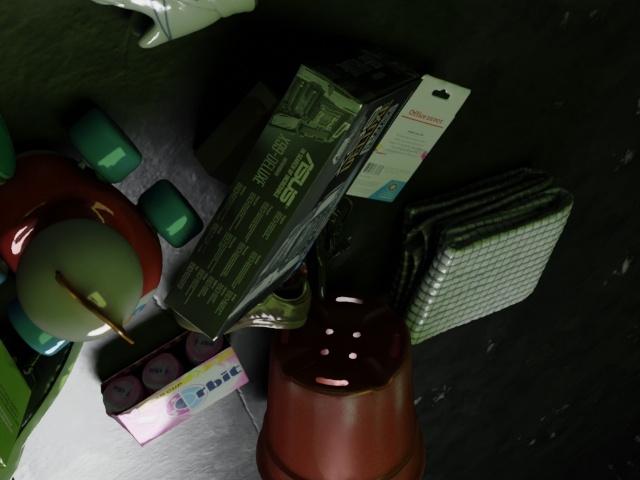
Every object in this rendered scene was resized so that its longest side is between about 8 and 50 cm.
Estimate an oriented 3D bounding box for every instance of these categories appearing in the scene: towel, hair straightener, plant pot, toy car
[{"bbox_3d":[0.235,0.021,1.427,0.284,0.121,0.235,-19,144,-29],"label":"towel"},{"bbox_3d":[0.000,0.000,1.254,0.089,0.047,0.230,-21,139,-24],"label":"hair straightener"},{"bbox_3d":[0.029,0.237,1.383,0.272,0.272,0.265,-23,136,-22],"label":"plant pot"},{"bbox_3d":[-0.220,0.036,0.876,0.219,0.238,0.210,-39,129,0],"label":"toy car"}]

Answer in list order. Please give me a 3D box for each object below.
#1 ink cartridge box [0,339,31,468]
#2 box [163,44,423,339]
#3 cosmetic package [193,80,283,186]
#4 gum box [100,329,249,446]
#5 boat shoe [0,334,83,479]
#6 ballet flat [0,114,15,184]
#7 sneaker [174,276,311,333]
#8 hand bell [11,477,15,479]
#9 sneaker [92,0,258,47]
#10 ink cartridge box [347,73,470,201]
[{"bbox_3d":[-0.414,0.115,0.873,0.189,0.097,0.255,2,142,6],"label":"ink cartridge box"},{"bbox_3d":[-0.025,-0.062,1.012,0.307,0.076,0.242,-57,173,23],"label":"box"},{"bbox_3d":[-0.080,-0.116,1.031,0.115,0.041,0.060,-47,146,13],"label":"cosmetic package"},{"bbox_3d":[-0.204,0.199,1.274,0.188,0.062,0.107,-31,146,-11],"label":"gum box"},{"bbox_3d":[-0.355,0.170,1.059,0.091,0.114,0.302,26,98,-19],"label":"boat shoe"},{"bbox_3d":[-0.332,-0.131,0.770,0.073,0.080,0.232,-7,142,4],"label":"ballet flat"},{"bbox_3d":[-0.101,0.077,1.222,0.188,0.066,0.071,0,118,-28],"label":"sneaker"},{"bbox_3d":[-0.521,0.383,1.191,0.242,0.126,0.126,-30,148,12],"label":"hand bell"},{"bbox_3d":[-0.157,-0.256,0.739,0.129,0.111,0.297,-33,146,3],"label":"sneaker"},{"bbox_3d":[0.092,-0.140,1.145,0.104,0.061,0.181,7,127,-47],"label":"ink cartridge box"}]
